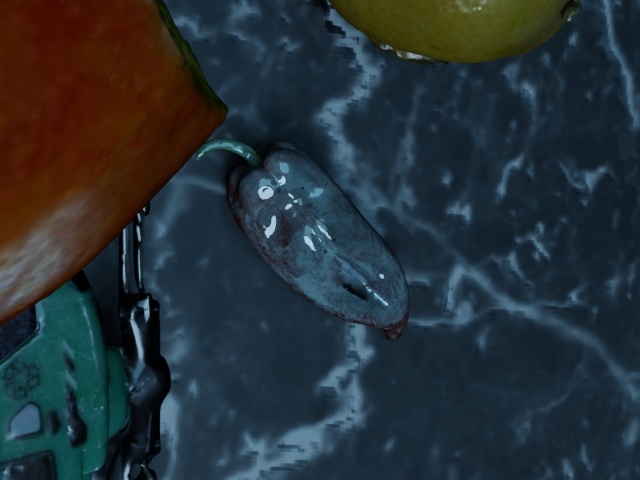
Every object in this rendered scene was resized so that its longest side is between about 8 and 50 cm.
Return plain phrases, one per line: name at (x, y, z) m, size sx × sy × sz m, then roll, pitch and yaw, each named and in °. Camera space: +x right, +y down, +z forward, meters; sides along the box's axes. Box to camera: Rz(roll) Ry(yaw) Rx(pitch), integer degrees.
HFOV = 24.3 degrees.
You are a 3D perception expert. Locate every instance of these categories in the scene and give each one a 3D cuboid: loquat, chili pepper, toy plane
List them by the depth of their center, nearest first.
toy plane at (-0.136, 0.036, 0.652) m, size 0.155 × 0.106 × 0.382 m, roll -6°, pitch 100°, yaw -29°
loquat at (0.063, -0.148, 0.691) m, size 0.141 × 0.141 × 0.141 m, roll -4°, pitch 99°, yaw -24°
chili pepper at (0.000, 0.001, 0.735) m, size 0.050 × 0.041 × 0.153 m, roll -29°, pitch 115°, yaw 27°

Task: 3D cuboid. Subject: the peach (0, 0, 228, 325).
peach at (-0.222, -0.088, 0.456) m, size 0.380 × 0.242 × 0.306 m, roll -3°, pitch 97°, yaw -3°
